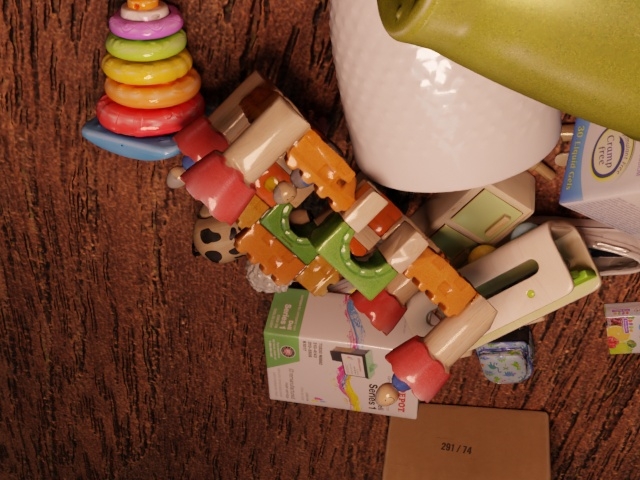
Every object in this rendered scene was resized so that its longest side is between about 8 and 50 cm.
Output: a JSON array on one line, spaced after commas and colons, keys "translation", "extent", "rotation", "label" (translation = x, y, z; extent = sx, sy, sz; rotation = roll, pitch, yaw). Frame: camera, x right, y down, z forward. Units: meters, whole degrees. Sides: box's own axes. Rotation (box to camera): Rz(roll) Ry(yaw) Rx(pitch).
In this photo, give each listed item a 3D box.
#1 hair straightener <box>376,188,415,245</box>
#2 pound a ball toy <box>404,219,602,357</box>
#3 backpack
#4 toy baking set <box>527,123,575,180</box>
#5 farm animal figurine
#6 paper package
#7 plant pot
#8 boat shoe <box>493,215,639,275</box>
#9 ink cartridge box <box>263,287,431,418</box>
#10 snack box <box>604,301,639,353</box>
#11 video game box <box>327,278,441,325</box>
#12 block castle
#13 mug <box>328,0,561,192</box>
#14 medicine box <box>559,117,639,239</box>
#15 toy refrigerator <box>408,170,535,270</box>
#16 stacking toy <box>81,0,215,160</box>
[{"translation": [0.134, -0.066, 1.515], "extent": [0.047, 0.089, 0.230], "rotation": [24, 135, -8], "label": "hair straightener"}, {"translation": [0.275, 0.080, 1.512], "extent": [0.319, 0.135, 0.208], "rotation": [-31, 163, 32], "label": "pound a ball toy"}, {"translation": [0.336, 0.212, 1.743], "extent": [0.105, 0.084, 0.114], "rotation": [-5, 135, 22], "label": "backpack"}, {"translation": [0.358, -0.166, 1.400], "extent": [0.256, 0.030, 0.197], "rotation": [39, 131, -23], "label": "toy baking set"}, {"translation": [-0.093, -0.052, 1.527], "extent": [0.327, 0.172, 0.330], "rotation": [-30, 120, 36], "label": "farm animal figurine"}, {"translation": [0.281, 0.487, 1.868], "extent": [0.325, 0.309, 0.168], "rotation": [2, 134, 11], "label": "paper package"}, {"translation": [0.251, -0.280, 0.907], "extent": [0.353, 0.366, 0.366], "rotation": [8, 137, -15], "label": "plant pot"}, {"translation": [0.387, 0.016, 1.535], "extent": [0.258, 0.084, 0.095], "rotation": [-5, 133, 18], "label": "boat shoe"}, {"translation": [0.050, 0.202, 1.715], "extent": [0.278, 0.117, 0.201], "rotation": [7, 136, 8], "label": "ink cartridge box"}, {"translation": [0.567, 0.149, 1.654], "extent": [0.141, 0.037, 0.100], "rotation": [-5, 133, 18], "label": "snack box"}, {"translation": [0.100, 0.145, 1.764], "extent": [0.187, 0.048, 0.205], "rotation": [-27, 122, 32], "label": "video game box"}, {"translation": [0.000, 0.000, 1.306], "extent": [0.213, 0.303, 0.453], "rotation": [-45, 112, 6], "label": "block castle"}, {"translation": [0.193, -0.276, 1.178], "extent": [0.374, 0.276, 0.328], "rotation": [-10, 123, 7], "label": "mug"}, {"translation": [0.451, -0.156, 1.135], "extent": [0.149, 0.263, 0.289], "rotation": [19, 167, -22], "label": "medicine box"}, {"translation": [0.216, -0.020, 1.537], "extent": [0.102, 0.094, 0.269], "rotation": [31, 133, -16], "label": "toy refrigerator"}, {"translation": [-0.251, -0.283, 1.375], "extent": [0.175, 0.166, 0.301], "rotation": [15, 126, 22], "label": "stacking toy"}]
